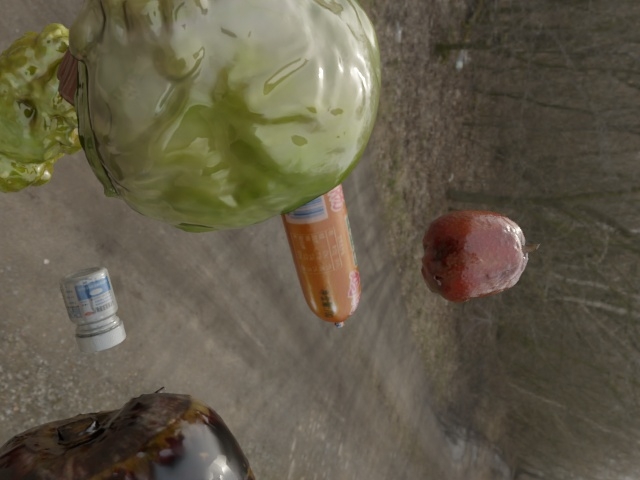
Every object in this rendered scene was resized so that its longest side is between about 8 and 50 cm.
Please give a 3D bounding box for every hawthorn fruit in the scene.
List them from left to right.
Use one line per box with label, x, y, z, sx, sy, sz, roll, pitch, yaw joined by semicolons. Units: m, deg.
hawthorn fruit;0.258;0.031;1.011;0.173;0.179;0.173;-165;-90;-76

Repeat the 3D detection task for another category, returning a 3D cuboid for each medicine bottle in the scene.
medicine bottle;-0.496;0.149;1.285;0.105;0.105;0.168;-35;117;-60

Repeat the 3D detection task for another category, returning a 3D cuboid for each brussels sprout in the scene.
brussels sprout;-0.081;-0.141;0.543;0.316;0.274;0.242;125;-44;-58

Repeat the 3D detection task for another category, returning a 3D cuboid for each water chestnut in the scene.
water chestnut;-0.207;0.308;0.607;0.300;0.300;0.299;7;90;-67

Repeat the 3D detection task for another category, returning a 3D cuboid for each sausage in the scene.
sausage;0.000;0.000;0.836;0.093;0.093;0.312;-53;137;-50

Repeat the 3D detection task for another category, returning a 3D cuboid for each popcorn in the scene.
popcorn;-0.442;-0.219;0.953;0.174;0.286;0.225;41;26;-14

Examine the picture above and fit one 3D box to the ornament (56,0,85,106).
ornament;-0.187;-0.253;0.705;0.235;0.221;0.217;-82;-165;-59
